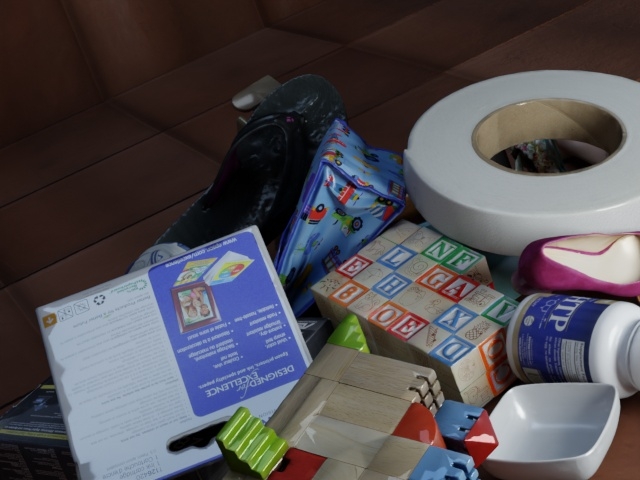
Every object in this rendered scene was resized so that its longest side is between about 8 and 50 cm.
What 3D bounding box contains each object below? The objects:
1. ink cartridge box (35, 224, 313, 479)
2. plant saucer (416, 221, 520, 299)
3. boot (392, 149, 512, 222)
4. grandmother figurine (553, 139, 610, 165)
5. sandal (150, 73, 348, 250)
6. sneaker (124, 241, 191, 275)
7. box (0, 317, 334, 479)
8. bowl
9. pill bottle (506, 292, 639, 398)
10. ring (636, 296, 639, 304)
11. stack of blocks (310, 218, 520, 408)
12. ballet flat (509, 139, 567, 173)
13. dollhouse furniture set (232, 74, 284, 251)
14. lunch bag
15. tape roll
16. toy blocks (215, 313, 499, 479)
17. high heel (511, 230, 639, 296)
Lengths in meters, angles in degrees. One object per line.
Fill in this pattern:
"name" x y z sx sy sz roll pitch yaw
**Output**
"ink cartridge box" -0.169 0.157 1.615 0.304 0.072 0.307 -20 55 -4
"plant saucer" 0.173 0.037 1.927 0.318 0.043 0.317 -17 23 8
"boot" 0.156 -0.074 2.048 0.281 0.096 0.264 -20 10 9
"grandmother figurine" 0.474 -0.139 2.007 0.207 0.104 0.342 -54 27 7
"sandal" -0.102 -0.077 2.043 0.445 0.168 0.107 -55 -11 -15
"sneaker" -0.202 0.081 1.810 0.131 0.111 0.296 -32 24 -34
"box" -0.208 0.215 1.775 0.395 0.097 0.318 -2 27 37
"bowl" 0.251 0.215 1.442 0.142 0.053 0.142 -6 26 32
"pill bottle" 0.317 0.122 1.521 0.187 0.112 0.112 5 33 46
"ring" 0.554 0.036 1.624 0.337 0.032 0.336 -18 23 8
"stack of blocks" 0.145 0.091 1.702 0.171 0.087 0.297 -36 34 -20
"ballet flat" 0.339 -0.087 2.000 0.077 0.091 0.241 -27 30 11
"dollhouse furniture set" -0.071 -0.106 2.214 0.161 0.212 0.242 -36 59 -26
"lunch bag" 0.000 0.000 1.941 0.293 0.138 0.221 -59 6 20
"tape roll" 0.310 -0.114 1.813 0.392 0.072 0.392 -5 35 3
"toy blocks" 0.048 0.259 1.350 0.261 0.190 0.381 10 47 36
"high heel" 0.353 0.016 1.596 0.244 0.082 0.117 -3 -19 -9
